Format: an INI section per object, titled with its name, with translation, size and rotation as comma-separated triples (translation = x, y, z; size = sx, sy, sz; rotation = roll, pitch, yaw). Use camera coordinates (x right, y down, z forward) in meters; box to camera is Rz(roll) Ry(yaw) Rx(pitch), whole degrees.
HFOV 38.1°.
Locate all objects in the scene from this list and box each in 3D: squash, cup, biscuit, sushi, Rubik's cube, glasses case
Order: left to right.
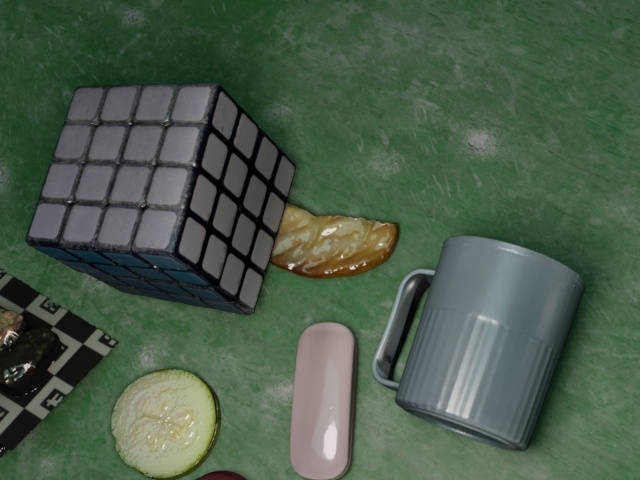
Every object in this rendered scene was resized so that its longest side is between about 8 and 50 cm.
[sushi]
translation = -0.651, 0.197, 1.864
size = 0.373, 0.100, 0.296
rotation = 28, 60, 25
[Rubik's cube]
translation = -0.296, -0.079, 1.784
size = 0.345, 0.337, 0.343
rotation = 4, 71, 27
[squash]
translation = -0.299, 0.359, 1.814
size = 0.219, 0.041, 0.219
rotation = -3, 71, 8
[biscuit]
translation = 0.000, 0.004, 1.865
size = 0.299, 0.045, 0.154
rotation = 13, 73, 17
[glasses case]
translation = 0.007, 0.299, 1.737
size = 0.113, 0.075, 0.296
rotation = -1, 69, 14
[cup]
translation = 0.259, 0.173, 1.625
size = 0.331, 0.257, 0.311
rotation = 17, 76, 17

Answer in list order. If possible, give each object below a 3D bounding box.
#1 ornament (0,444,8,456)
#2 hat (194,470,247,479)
[ornament]
translation = -0.699, 0.305, 1.905
size = 0.236, 0.080, 0.202
rotation = 26, 78, 21
[hat]
translation = -0.192, 0.525, 1.689
size = 0.206, 0.089, 0.205
rotation = -14, 50, 17
